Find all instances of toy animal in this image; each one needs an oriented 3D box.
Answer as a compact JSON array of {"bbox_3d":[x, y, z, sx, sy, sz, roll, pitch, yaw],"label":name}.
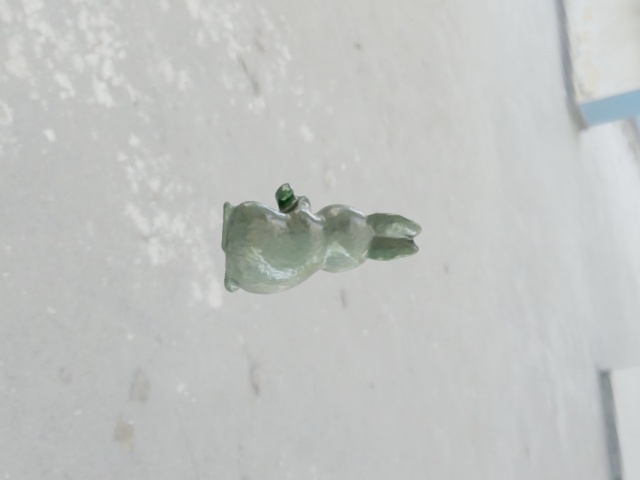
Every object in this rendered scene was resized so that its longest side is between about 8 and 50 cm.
[{"bbox_3d":[0.000,0.002,1.314,0.125,0.251,0.127,-93,-174,-61],"label":"toy animal"}]
